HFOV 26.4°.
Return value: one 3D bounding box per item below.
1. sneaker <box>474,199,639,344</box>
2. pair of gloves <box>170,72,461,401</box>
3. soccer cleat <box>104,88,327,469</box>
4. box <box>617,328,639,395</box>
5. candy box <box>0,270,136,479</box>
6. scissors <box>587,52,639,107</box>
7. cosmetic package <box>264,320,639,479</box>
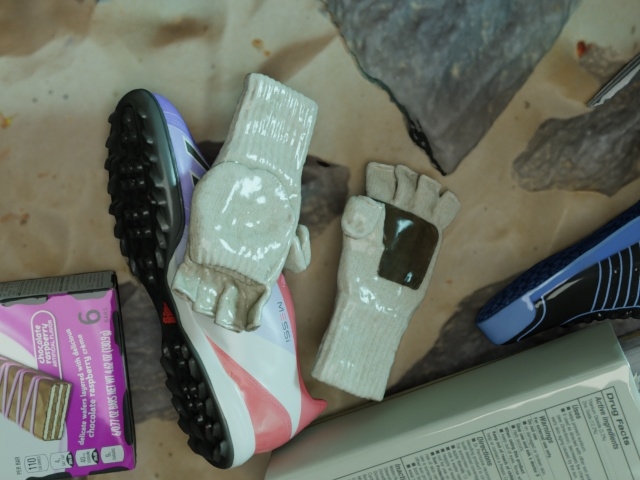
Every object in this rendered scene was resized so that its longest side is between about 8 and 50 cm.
[{"bbox_3d":[0.249,0.039,1.172,0.232,0.081,0.090,-32,95,-3],"label":"sneaker"},{"bbox_3d":[0.000,0.000,1.103,0.240,0.042,0.204,32,70,-29],"label":"pair of gloves"},{"bbox_3d":[-0.087,0.024,1.126,0.116,0.109,0.318,-20,97,-30],"label":"soccer cleat"},{"bbox_3d":[0.347,0.157,1.219,0.231,0.056,0.183,-19,101,-4],"label":"box"},{"bbox_3d":[-0.276,0.119,1.120,0.234,0.071,0.159,-7,101,-6],"label":"candy box"},{"bbox_3d":[0.346,-0.218,1.174,0.297,0.021,0.109,-24,105,-2],"label":"scissors"},{"bbox_3d":[0.126,0.200,1.137,0.310,0.113,0.160,-19,102,8],"label":"cosmetic package"}]
